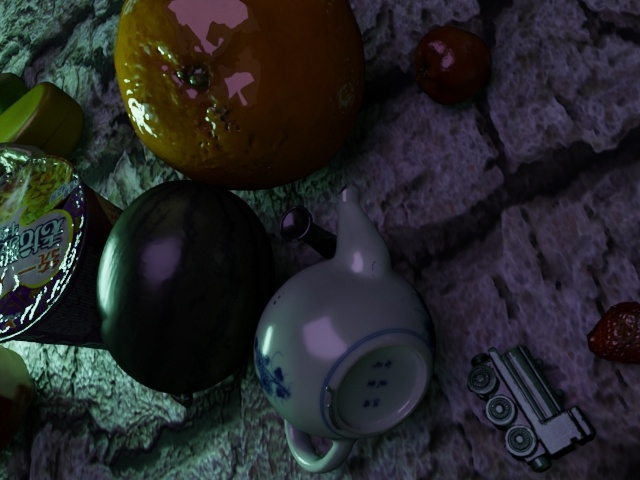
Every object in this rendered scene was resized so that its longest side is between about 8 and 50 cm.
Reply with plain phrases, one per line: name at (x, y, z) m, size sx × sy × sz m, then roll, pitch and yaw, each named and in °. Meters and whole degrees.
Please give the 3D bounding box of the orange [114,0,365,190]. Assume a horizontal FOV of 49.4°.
orange at (-0.139, -0.279, 1.132) m, size 0.423 × 0.326 × 0.424 m, roll 9°, pitch 114°, yaw 20°

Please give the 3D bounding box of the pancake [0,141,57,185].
pancake at (-0.647, -0.089, 1.480) m, size 0.253 × 0.037 × 0.254 m, roll 2°, pitch 108°, yaw 5°

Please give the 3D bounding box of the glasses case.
glasses case at (-0.690, -0.189, 1.574) m, size 0.371 × 0.141 × 0.173 m, roll -34°, pitch 42°, yaw 15°

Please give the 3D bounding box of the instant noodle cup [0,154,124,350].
instant noodle cup at (-0.445, 0.047, 1.263) m, size 0.339 × 0.266 × 0.340 m, roll -11°, pitch 66°, yaw 28°

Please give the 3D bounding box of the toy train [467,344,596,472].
toy train at (0.268, 0.212, 0.912) m, size 0.111 × 0.071 × 0.171 m, roll -31°, pitch 58°, yaw 6°

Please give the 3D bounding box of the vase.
vase at (0.000, 0.000, 1.085) m, size 0.059 × 0.167 × 0.059 m, roll -11°, pitch 67°, yaw 26°

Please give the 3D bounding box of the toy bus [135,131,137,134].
toy bus at (-0.327, -0.290, 1.434) m, size 0.081 × 0.089 × 0.195 m, roll -13°, pitch 65°, yaw 25°

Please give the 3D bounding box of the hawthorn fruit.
hawthorn fruit at (0.213, -0.275, 1.108) m, size 0.125 × 0.140 × 0.125 m, roll -22°, pitch 64°, yaw 57°

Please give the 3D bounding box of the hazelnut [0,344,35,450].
hazelnut at (-0.694, 0.324, 1.348) m, size 0.260 × 0.241 × 0.261 m, roll -4°, pitch 49°, yaw 5°

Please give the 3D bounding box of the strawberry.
strawberry at (0.384, 0.118, 0.873) m, size 0.096 × 0.083 × 0.083 m, roll -19°, pitch 63°, yaw 29°

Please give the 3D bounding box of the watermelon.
watermelon at (-0.213, 0.086, 1.103) m, size 0.278 × 0.278 × 0.360 m, roll 26°, pitch 111°, yaw 35°

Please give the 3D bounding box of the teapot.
teapot at (0.020, 0.137, 0.983) m, size 0.280 × 0.252 × 0.424 m, roll 42°, pitch 124°, yaw 55°

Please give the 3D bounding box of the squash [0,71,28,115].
squash at (-0.839, -0.352, 1.634) m, size 0.111 × 0.288 × 0.203 m, roll 18°, pitch 84°, yaw 29°
